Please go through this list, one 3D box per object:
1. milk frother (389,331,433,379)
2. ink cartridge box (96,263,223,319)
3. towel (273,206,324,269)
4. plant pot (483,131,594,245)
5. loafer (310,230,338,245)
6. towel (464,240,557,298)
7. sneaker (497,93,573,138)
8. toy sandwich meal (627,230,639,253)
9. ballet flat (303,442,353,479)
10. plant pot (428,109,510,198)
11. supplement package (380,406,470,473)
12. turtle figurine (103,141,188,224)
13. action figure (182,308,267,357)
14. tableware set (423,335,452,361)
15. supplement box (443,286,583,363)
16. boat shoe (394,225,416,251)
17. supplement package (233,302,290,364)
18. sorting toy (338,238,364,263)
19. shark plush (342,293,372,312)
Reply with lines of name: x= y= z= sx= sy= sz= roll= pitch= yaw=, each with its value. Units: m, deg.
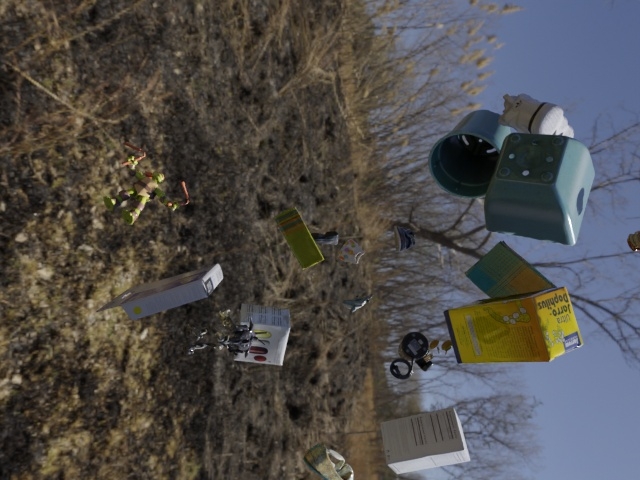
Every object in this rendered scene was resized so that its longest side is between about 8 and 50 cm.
milk frother: x=0.279 y=0.377 z=1.525 sx=0.134 sy=0.143 sz=0.129 roll=79 pitch=-8 yaw=-68
ink cartridge box: x=-0.475 y=0.162 z=1.458 sx=0.303 sy=0.308 sz=0.072 roll=-116 pitch=-172 yaw=-82
towel: x=-0.085 y=-0.007 z=1.833 sx=0.237 sy=0.102 sz=0.021 roll=61 pitch=21 yaw=-7
plant pot: x=0.587 y=-0.165 z=1.296 sx=0.252 sy=0.247 sz=0.247 roll=41 pitch=67 yaw=-52
loafer: x=0.000 y=0.000 z=2.188 sx=0.062 sy=0.170 sz=0.061 roll=-87 pitch=173 yaw=-60
towel: x=0.880 y=0.199 z=2.163 sx=0.040 sy=0.370 sz=0.271 roll=-41 pitch=169 yaw=-46
sneaker: x=0.801 y=-0.427 z=1.762 sx=0.210 sy=0.137 sz=0.366 roll=45 pitch=12 yaw=37
toy sandwich meal: x=0.901 y=0.008 z=1.314 sx=0.029 sy=0.086 sz=0.085 roll=99 pitch=-11 yaw=-56
ballet flat: x=0.064 y=0.924 z=1.886 sx=0.348 sy=0.123 sz=0.123 roll=55 pitch=17 yaw=-27
plant pot: x=0.720 y=-0.423 z=2.200 sx=0.334 sy=0.342 sz=0.340 roll=-51 pitch=146 yaw=-41
supplement package: x=0.335 y=0.645 z=1.517 sx=0.139 sy=0.244 sz=0.133 roll=60 pitch=18 yaw=-47
turtle figurine: x=-0.568 y=-0.164 z=1.477 sx=0.269 sy=0.087 sz=0.217 roll=47 pitch=50 yaw=-13
action figure: x=-0.332 y=0.326 z=1.648 sx=0.141 sy=0.276 sz=0.163 roll=45 pitch=-54 yaw=54
tableware set: x=0.448 y=0.406 z=1.787 sx=0.024 sy=0.154 sz=0.104 roll=47 pitch=15 yaw=-11
supplement box: x=0.624 y=0.286 z=1.565 sx=0.357 sy=0.194 sz=0.195 roll=-23 pitch=-102 yaw=55
boat shoe: x=0.253 y=-0.009 z=1.408 sx=0.206 sy=0.065 sz=0.075 roll=-30 pitch=116 yaw=-80
supplement package: x=-0.245 y=0.391 z=1.971 sx=0.149 sy=0.203 sz=0.194 roll=-104 pitch=-156 yaw=-66
sorting toy: x=0.113 y=0.045 z=1.680 sx=0.083 sy=0.075 sz=0.045 roll=-58 pitch=159 yaw=0
shark plush: x=0.200 y=0.323 z=2.502 sx=0.067 sy=0.162 sz=0.073 roll=66 pitch=15 yaw=-10
